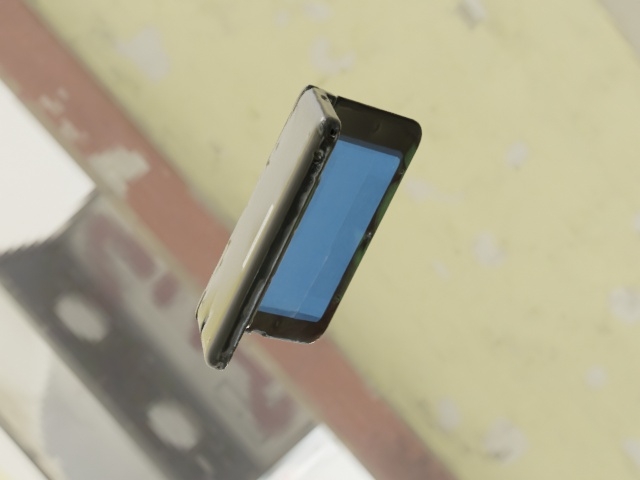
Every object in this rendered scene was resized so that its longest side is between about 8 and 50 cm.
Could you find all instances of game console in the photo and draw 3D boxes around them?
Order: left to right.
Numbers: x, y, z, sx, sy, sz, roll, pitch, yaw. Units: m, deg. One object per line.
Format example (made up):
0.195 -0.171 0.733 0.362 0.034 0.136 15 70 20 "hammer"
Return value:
0.000 0.000 0.858 0.071 0.122 0.107 23 -167 -13 "game console"
